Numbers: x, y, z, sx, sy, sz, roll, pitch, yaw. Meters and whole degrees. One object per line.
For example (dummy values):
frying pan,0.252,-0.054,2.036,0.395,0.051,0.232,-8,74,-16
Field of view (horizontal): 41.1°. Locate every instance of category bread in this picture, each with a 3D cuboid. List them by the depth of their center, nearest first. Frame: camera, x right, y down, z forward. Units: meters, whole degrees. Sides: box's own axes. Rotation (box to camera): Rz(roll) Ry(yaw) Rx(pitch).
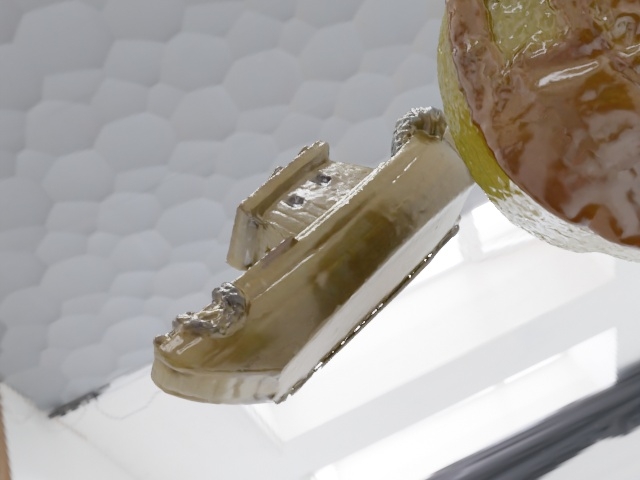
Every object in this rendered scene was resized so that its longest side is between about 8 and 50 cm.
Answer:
bread,0.200,-0.114,0.505,0.148,0.270,0.270,83,-19,-79

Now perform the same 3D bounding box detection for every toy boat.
toy boat,0.000,0.000,0.611,0.121,0.321,0.089,37,-40,16
